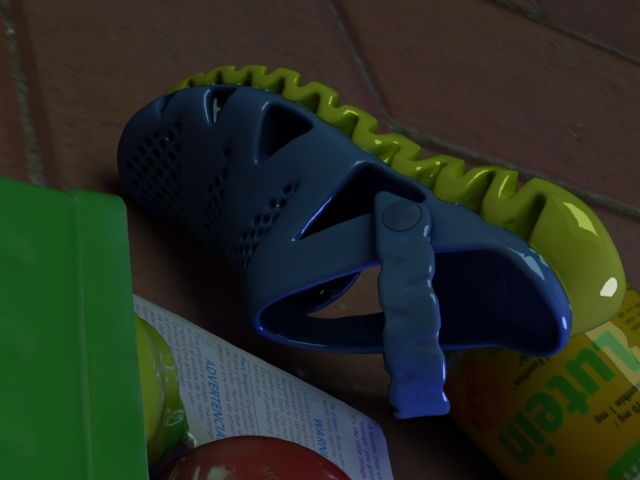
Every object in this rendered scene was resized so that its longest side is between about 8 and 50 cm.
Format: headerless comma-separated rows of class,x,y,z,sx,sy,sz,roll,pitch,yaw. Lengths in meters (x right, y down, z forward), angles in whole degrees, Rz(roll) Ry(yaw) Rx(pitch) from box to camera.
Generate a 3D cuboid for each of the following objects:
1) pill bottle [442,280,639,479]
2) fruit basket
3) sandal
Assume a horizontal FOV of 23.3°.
pill bottle,0.183,0.121,0.922,0.246,0.136,0.136,48,30,19
fruit basket,-0.078,0.135,0.647,0.353,0.165,0.327,37,25,-34
sandal,0.000,0.000,0.857,0.317,0.126,0.138,21,53,33
